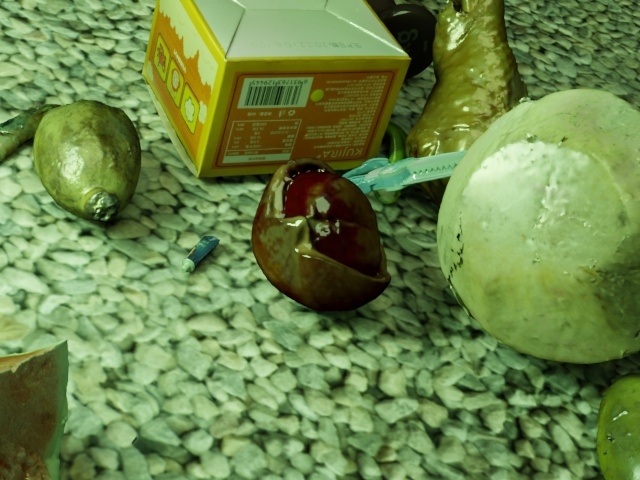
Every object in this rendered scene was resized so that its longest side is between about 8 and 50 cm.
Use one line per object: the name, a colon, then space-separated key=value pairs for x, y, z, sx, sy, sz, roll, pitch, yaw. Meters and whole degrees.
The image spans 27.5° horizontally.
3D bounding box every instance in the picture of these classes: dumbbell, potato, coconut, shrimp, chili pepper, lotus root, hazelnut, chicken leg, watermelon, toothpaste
dumbbell: x=0.098 y=-0.373 z=2.125 sx=0.124 sy=0.140 sz=0.225 roll=-9 pitch=45 yaw=-17
potato: x=0.399 y=0.253 z=1.533 sx=0.149 sy=0.113 sz=0.251 roll=4 pitch=32 yaw=-7
coconut: x=0.320 y=-0.010 z=1.612 sx=0.352 sy=0.353 sz=0.353 roll=11 pitch=39 yaw=-9
shrimp: x=-0.448 y=-0.167 z=1.744 sx=0.147 sy=0.035 sz=0.195 roll=30 pitch=41 yaw=17
chili pepper: x=0.107 y=-0.122 z=1.908 sx=0.052 sy=0.050 sz=0.202 roll=52 pitch=25 yaw=-30
lotus root: x=-0.292 y=-0.095 z=1.648 sx=0.138 sy=0.138 sz=0.214 roll=5 pitch=40 yaw=-17
hazelnut: x=0.005 y=0.000 z=1.630 sx=0.170 sy=0.161 sz=0.201 roll=-21 pitch=48 yaw=-41
chicken leg: x=0.220 y=-0.227 z=1.908 sx=0.182 sy=0.410 sz=0.295 roll=-3 pitch=-1 yaw=13
watermelon: x=-0.351 y=0.197 z=1.252 sx=0.256 sy=0.176 sz=0.260 roll=46 pitch=23 yaw=19
toothpaste: x=-0.155 y=0.017 z=1.655 sx=0.027 sy=0.019 sz=0.083 roll=6 pitch=32 yaw=23

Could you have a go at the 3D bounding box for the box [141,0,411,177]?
box: x=-0.070 y=-0.241 z=1.841 sx=0.283 sy=0.214 sz=0.259 roll=-4 pitch=41 yaw=-28

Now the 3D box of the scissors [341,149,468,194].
scissors: x=0.104 y=-0.088 z=1.744 sx=0.256 sy=0.030 sz=0.125 roll=-8 pitch=22 yaw=46
